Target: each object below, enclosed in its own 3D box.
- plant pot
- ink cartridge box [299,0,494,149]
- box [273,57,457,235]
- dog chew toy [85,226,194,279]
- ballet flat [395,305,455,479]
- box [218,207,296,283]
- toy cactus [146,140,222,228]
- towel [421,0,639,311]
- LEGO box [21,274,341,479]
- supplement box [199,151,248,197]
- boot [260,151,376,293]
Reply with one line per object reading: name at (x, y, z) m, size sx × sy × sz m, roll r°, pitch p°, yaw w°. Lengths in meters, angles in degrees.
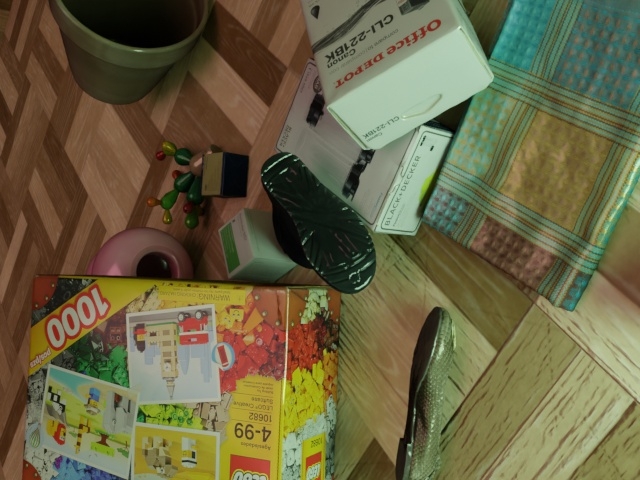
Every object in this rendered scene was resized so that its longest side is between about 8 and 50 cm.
plant pot at (-0.430, -0.452, 1.601) m, size 0.280 × 0.323 × 0.323 m, roll 129°, pitch 132°, yaw -55°
ink cartridge box at (0.092, -0.288, 0.998) m, size 0.197 × 0.114 × 0.273 m, roll -28°, pitch 52°, yaw 21°
box at (0.060, -0.147, 1.118) m, size 0.290 × 0.087 × 0.169 m, roll 41°, pitch 116°, yaw 44°
dog chew toy at (-0.405, 0.087, 1.561) m, size 0.332 × 0.206 × 0.207 m, roll -15°, pitch 74°, yaw 56°
ballet flat at (0.152, 0.216, 0.999) m, size 0.084 × 0.058 × 0.250 m, roll 163°, pitch 118°, yaw -85°
box at (-0.109, 0.011, 1.287) m, size 0.087 × 0.102 × 0.101 m, roll -37°, pitch 58°, yaw 39°
toy cactus at (-0.279, -0.138, 1.519) m, size 0.180 × 0.112 × 0.219 m, roll -38°, pitch 49°, yaw 29°
towel at (0.278, -0.137, 0.899) m, size 0.271 × 0.040 × 0.370 m, roll 38°, pitch 114°, yaw 46°
LEGO box at (-0.230, 0.248, 1.198) m, size 0.500 × 0.193 × 0.373 m, roll 0°, pitch 87°, yaw 27°
supplement box at (-0.188, -0.126, 1.431) m, size 0.083 × 0.056 × 0.083 m, roll 1°, pitch 87°, yaw 49°
boot at (0.000, 0.000, 1.123) m, size 0.094 × 0.207 × 0.246 m, roll -34°, pitch 70°, yaw -9°
